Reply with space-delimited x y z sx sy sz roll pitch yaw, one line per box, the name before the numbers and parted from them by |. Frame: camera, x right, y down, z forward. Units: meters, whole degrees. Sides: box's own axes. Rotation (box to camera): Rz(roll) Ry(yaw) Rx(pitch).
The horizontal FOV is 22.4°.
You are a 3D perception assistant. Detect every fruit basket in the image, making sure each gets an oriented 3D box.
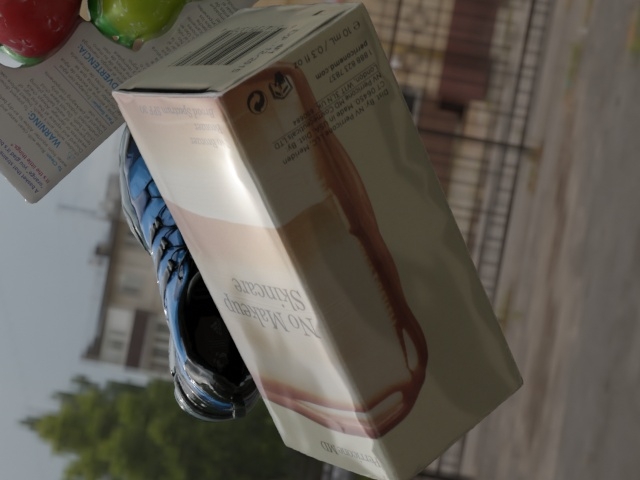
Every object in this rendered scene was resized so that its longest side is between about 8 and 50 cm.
fruit basket | -0.239 -0.268 1.452 0.353 0.327 0.165 -43 10 1

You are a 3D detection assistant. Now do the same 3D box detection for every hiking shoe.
hiking shoe | -0.101 0.010 1.455 0.132 0.113 0.304 146 108 -73

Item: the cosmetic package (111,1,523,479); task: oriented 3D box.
cosmetic package | 0.000 0.000 1.087 0.153 0.129 0.296 7 128 55
